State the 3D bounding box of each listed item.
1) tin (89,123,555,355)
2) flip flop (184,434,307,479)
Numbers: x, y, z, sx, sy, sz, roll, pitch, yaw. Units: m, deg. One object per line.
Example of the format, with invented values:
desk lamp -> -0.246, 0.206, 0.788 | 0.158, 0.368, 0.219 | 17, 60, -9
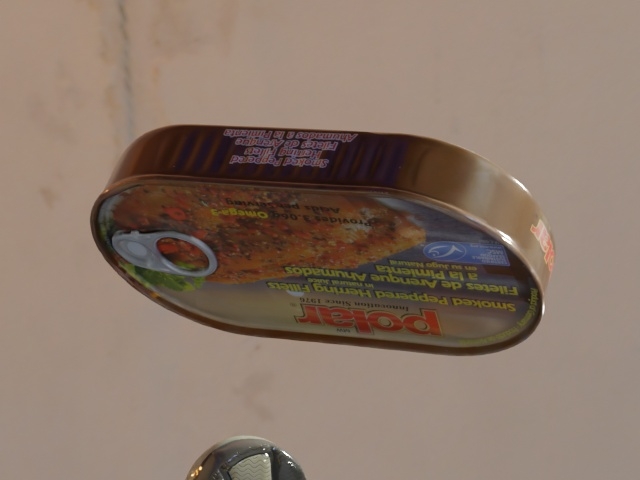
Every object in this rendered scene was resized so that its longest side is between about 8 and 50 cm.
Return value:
tin -> 0.000, 0.000, 0.693 | 0.189, 0.040, 0.106 | 5, -39, 24
flip flop -> -0.081, 0.242, 1.001 | 0.080, 0.112, 0.277 | 13, -90, 48
